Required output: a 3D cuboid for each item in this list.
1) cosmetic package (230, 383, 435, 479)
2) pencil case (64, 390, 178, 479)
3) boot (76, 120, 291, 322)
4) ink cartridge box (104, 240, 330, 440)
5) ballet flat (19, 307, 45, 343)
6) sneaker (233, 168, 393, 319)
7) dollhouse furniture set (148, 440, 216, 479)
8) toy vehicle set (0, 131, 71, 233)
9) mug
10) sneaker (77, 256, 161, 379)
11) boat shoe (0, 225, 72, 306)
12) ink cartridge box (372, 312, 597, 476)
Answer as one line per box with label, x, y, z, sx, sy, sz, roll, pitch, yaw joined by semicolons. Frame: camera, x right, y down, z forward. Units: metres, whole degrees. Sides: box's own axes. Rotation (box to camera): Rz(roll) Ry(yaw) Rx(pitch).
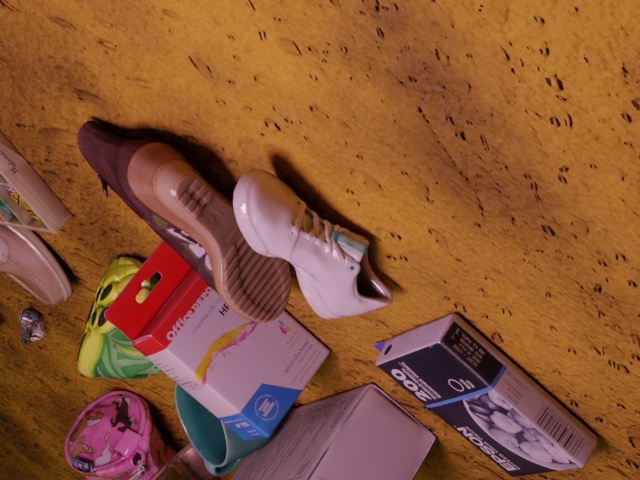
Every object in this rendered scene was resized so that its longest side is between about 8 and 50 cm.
cosmetic package;0.000;0.290;1.919;0.113;0.160;0.309;41;157;-11
pencil case;-0.261;0.413;2.497;0.160;0.167;0.386;-15;132;20
boot;-0.148;-0.026;1.677;0.207;0.090;0.248;27;158;49
ink cartridge box;-0.121;0.110;1.785;0.231;0.134;0.078;42;156;-12
ballet flat;-0.453;0.140;2.407;0.041;0.041;0.114;35;157;5
sneaker;0.000;0.000;1.520;0.094;0.080;0.212;-3;143;39
dollhouse furniture set;-0.062;0.456;2.143;0.394;0.256;0.362;45;-165;-6
toy vehicle set;-0.448;-0.117;1.938;0.166;0.035;0.267;7;143;48
mug;-0.120;0.223;1.999;0.129;0.097;0.158;60;151;12
sneaker;-0.243;0.107;2.017;0.123;0.109;0.295;14;155;-11
boat shoe;-0.475;-0.002;2.103;0.302;0.098;0.109;44;155;-16
ink cartridge box;0.162;0.173;1.631;0.206;0.045;0.208;40;157;-9
